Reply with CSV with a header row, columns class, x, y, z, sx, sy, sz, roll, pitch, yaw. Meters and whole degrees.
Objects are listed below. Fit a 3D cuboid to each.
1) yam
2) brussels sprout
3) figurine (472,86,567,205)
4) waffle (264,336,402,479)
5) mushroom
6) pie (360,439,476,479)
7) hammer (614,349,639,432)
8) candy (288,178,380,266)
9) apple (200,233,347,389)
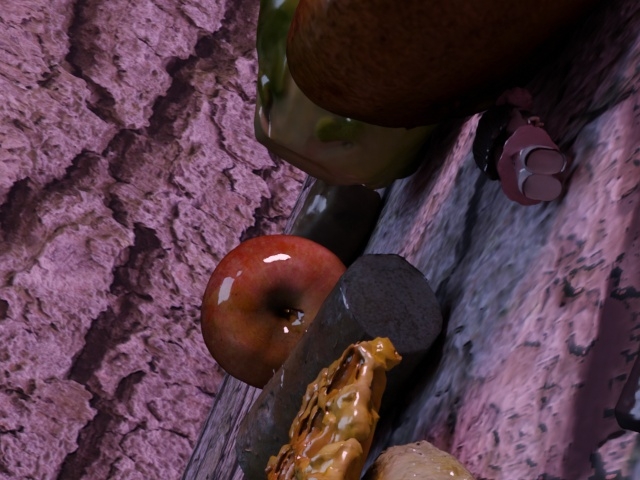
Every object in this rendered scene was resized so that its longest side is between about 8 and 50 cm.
class,x,y,z,sx,sy,sz,roll,pitch,yaw
yam,0.010,0.131,0.817,0.259,0.106,0.106,-59,9,40
brussels sprout,0.058,-0.257,1.110,0.315,0.276,0.371,126,167,-75
figurine,0.145,-0.070,0.674,0.129,0.054,0.072,-83,-5,-72
waffle,-0.026,0.201,0.606,0.291,0.051,0.291,-155,90,-89
mushroom,0.093,-0.238,0.742,0.345,0.259,0.345,-43,-5,-5
pie,0.009,0.266,0.524,0.323,0.070,0.323,-155,90,-89
hammer,0.180,-0.030,0.415,0.103,0.029,0.246,165,128,-81
candy,0.000,0.000,1.367,0.234,0.104,0.102,122,169,-47
apple,-0.047,0.085,1.082,0.174,0.188,0.188,103,-169,-84
